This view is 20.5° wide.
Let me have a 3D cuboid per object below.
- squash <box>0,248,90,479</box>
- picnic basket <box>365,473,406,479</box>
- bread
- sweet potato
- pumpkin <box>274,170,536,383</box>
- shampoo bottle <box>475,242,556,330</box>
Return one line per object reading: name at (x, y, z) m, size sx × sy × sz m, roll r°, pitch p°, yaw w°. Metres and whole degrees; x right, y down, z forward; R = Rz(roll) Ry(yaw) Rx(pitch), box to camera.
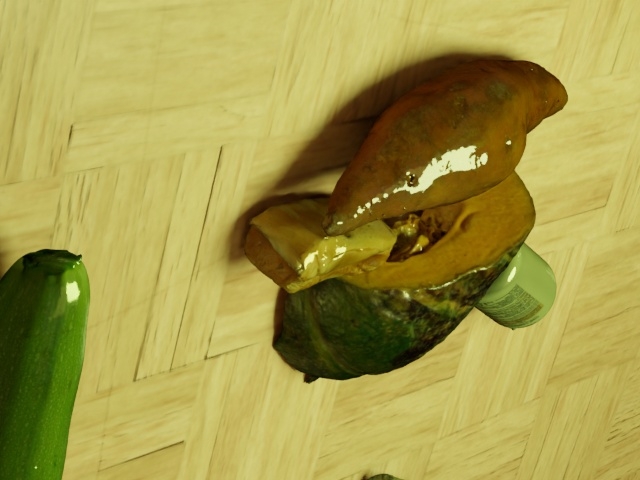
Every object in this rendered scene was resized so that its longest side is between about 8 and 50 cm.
squash at (-0.216, 0.132, 1.249) m, size 0.082 × 0.082 × 0.292 m, roll -15°, pitch 126°, yaw -48°
picnic basket at (0.118, 0.326, 1.785) m, size 0.196 × 0.154 × 0.134 m, roll 24°, pitch 93°, yaw -54°
bread at (0.000, 0.000, 1.442) m, size 0.132 × 0.074 × 0.053 m, roll -10°, pitch 135°, yaw -47°
sweet potato at (0.118, -0.090, 1.493) m, size 0.359 × 0.112 × 0.112 m, roll -35°, pitch 140°, yaw -41°
pumpkin at (0.093, 0.054, 1.579) m, size 0.278 × 0.111 × 0.163 m, roll -31°, pitch 143°, yaw -38°
shampoo bottle at (0.182, 0.040, 1.710) m, size 0.079 × 0.079 × 0.162 m, roll -58°, pitch 147°, yaw -1°
